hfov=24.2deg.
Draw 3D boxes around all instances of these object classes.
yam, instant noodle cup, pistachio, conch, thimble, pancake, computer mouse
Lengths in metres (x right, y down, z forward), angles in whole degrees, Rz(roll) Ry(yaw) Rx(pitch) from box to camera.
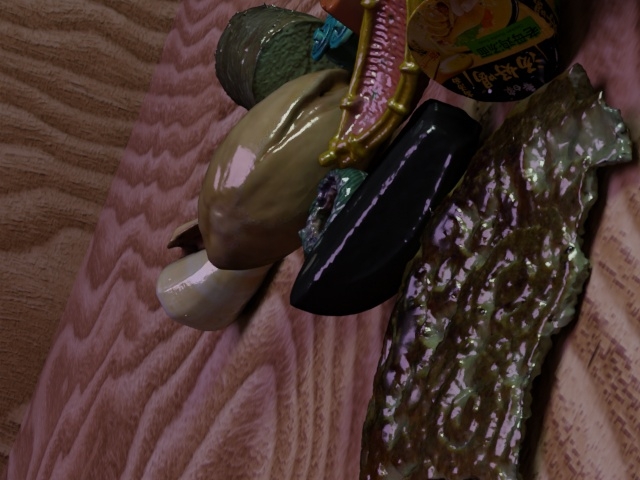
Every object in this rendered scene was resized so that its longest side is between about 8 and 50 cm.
[{"bbox_3d":[-0.055,-0.248,2.121,0.304,0.168,0.168,-139,69,-71],"label":"yam"},{"bbox_3d":[0.168,-0.225,1.448,0.151,0.151,0.122,-49,18,52],"label":"instant noodle cup"},{"bbox_3d":[-0.041,-0.084,1.833,0.293,0.162,0.181,-53,-19,-3],"label":"pistachio"},{"bbox_3d":[-0.128,0.038,2.168,0.255,0.127,0.158,-27,59,29],"label":"conch"},{"bbox_3d":[0.038,-0.022,1.712,0.135,0.090,0.118,-164,95,-75],"label":"thimble"},{"bbox_3d":[0.159,0.047,1.342,0.305,0.066,0.427,15,85,66],"label":"pancake"},{"bbox_3d":[0.078,-0.019,1.544,0.269,0.100,0.170,-53,9,14],"label":"computer mouse"}]

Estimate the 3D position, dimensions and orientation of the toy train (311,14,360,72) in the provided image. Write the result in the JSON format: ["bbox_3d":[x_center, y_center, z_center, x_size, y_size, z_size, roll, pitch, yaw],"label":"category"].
[{"bbox_3d":[0.068,-0.278,1.882,0.154,0.107,0.198,-66,16,-10],"label":"toy train"}]

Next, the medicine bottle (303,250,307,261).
[{"bbox_3d":[0.000,0.000,1.880,0.083,0.047,0.047,-94,29,-54],"label":"medicine bottle"}]

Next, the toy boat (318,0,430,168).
[{"bbox_3d":[0.069,-0.221,1.532,0.141,0.099,0.318,-133,47,-54],"label":"toy boat"}]

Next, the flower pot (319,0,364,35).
[{"bbox_3d":[0.100,-0.285,1.664,0.190,0.173,0.191,-160,90,-75],"label":"flower pot"}]
